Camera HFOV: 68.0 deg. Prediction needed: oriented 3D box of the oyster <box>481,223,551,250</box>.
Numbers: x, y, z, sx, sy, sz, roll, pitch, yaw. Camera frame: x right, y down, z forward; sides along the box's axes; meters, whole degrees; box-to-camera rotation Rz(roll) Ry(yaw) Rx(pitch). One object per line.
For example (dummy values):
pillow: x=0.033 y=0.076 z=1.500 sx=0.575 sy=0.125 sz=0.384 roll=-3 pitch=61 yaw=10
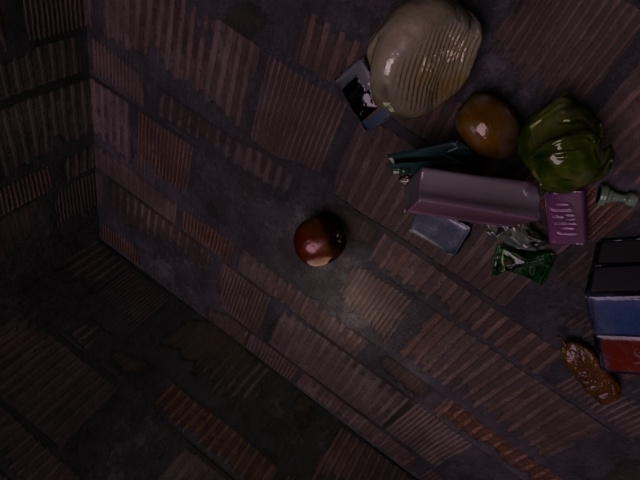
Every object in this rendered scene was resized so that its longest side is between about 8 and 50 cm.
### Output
oyster: x=0.667 y=-0.053 z=1.662 sx=0.251 sy=0.087 sz=0.199 roll=12 pitch=138 yaw=39

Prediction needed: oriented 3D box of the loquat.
loquat: x=0.522 y=-0.350 z=1.473 sx=0.227 sy=0.179 sz=0.179 roll=45 pitch=137 yaw=-9

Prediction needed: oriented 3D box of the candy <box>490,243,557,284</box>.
candy: x=0.735 y=0.082 z=1.729 sx=0.203 sy=0.078 sz=0.141 roll=11 pitch=140 yaw=15

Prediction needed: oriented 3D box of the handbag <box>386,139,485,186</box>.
handbag: x=0.396 y=-0.230 z=1.610 sx=0.274 sy=0.268 sz=0.100 roll=-1 pitch=78 yaw=33

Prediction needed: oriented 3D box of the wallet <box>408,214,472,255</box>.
wallet: x=0.467 y=-0.046 z=1.855 sx=0.222 sy=0.036 sz=0.167 roll=31 pitch=136 yaw=16

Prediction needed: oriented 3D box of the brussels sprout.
brussels sprout: x=0.690 y=-0.264 z=1.351 sx=0.227 sy=0.260 sz=0.294 roll=-17 pitch=157 yaw=22

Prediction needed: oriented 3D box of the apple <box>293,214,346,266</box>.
apple: x=0.000 y=0.000 z=2.106 sx=0.229 sy=0.230 sz=0.230 roll=20 pitch=132 yaw=23

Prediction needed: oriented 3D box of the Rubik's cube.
Rubik's cube: x=1.010 y=0.196 z=1.437 sx=0.316 sy=0.313 sz=0.319 roll=-7 pitch=117 yaw=39

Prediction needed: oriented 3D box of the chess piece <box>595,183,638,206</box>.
chess piece: x=0.905 y=-0.133 z=1.448 sx=0.103 sy=0.067 sz=0.067 roll=11 pitch=129 yaw=18

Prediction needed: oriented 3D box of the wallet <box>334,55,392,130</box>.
wallet: x=0.157 y=-0.518 z=1.694 sx=0.170 sy=0.069 sz=0.231 roll=-22 pitch=107 yaw=49

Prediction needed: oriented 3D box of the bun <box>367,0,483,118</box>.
bun: x=0.280 y=-0.546 z=1.400 sx=0.219 sy=0.364 sz=0.365 roll=53 pitch=147 yaw=37

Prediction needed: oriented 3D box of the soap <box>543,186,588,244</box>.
soap: x=0.804 y=-0.086 z=1.553 sx=0.122 sy=0.065 sz=0.203 roll=1 pitch=123 yaw=36

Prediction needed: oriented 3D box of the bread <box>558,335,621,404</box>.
bread: x=1.022 y=0.486 z=1.824 sx=0.124 sy=0.084 sz=0.344 roll=-38 pitch=96 yaw=24

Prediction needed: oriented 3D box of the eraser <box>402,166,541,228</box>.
eraser: x=0.459 y=-0.129 z=1.484 sx=0.358 sy=0.123 sz=0.272 roll=8 pitch=175 yaw=1
